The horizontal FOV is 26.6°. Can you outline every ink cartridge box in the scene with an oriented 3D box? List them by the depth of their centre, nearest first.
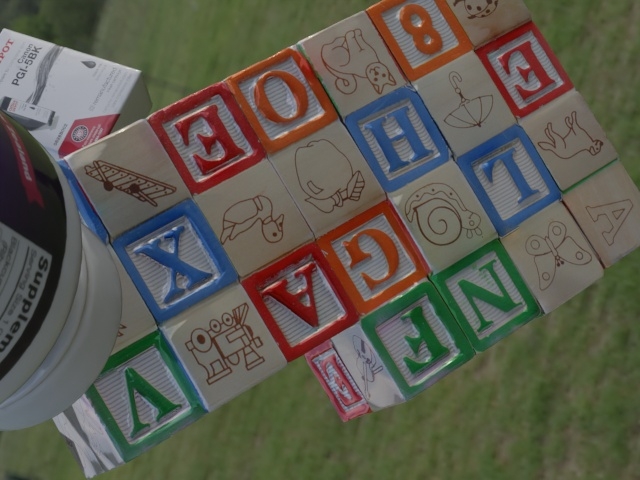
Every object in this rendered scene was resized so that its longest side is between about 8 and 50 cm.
[{"bbox_3d":[-0.225,-0.109,1.136,0.056,0.135,0.099,83,-152,-62],"label":"ink cartridge box"}]

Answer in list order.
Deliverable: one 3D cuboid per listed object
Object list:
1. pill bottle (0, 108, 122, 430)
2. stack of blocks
[{"bbox_3d":[-0.135,-0.004,0.385,0.193,0.108,0.108,45,-127,-62],"label":"pill bottle"},{"bbox_3d":[0.000,0.000,0.657,0.171,0.297,0.087,60,155,2],"label":"stack of blocks"}]
